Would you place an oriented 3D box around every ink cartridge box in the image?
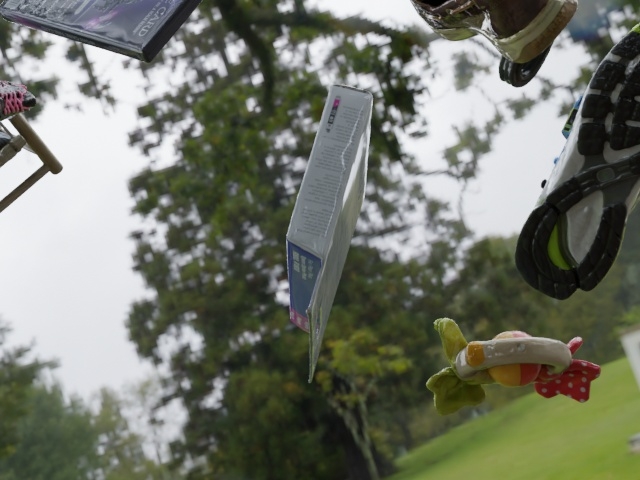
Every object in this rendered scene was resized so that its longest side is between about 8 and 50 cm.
[{"bbox_3d":[0.000,0.000,1.559,0.071,0.330,0.324,15,-23,6],"label":"ink cartridge box"}]

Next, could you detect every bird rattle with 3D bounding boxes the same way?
[{"bbox_3d":[0.283,0.186,1.583,0.253,0.143,0.207,6,-16,3],"label":"bird rattle"}]

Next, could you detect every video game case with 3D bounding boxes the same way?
[{"bbox_3d":[-0.252,-0.323,1.360,0.196,0.274,0.026,-55,-36,-20],"label":"video game case"}]

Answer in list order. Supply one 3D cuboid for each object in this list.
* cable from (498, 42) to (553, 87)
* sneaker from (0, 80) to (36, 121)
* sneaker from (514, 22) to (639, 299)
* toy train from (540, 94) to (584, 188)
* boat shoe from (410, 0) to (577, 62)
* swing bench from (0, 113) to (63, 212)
[{"bbox_3d":[0.274,-0.319,1.254,0.139,0.072,0.287,-23,-38,-47],"label":"cable"},{"bbox_3d":[-0.277,-0.122,0.951,0.057,0.047,0.119,-4,13,-11],"label":"sneaker"},{"bbox_3d":[0.280,-0.092,1.038,0.300,0.111,0.121,-61,-5,25],"label":"sneaker"},{"bbox_3d":[0.382,-0.113,1.551,0.105,0.184,0.080,24,-3,38],"label":"toy train"},{"bbox_3d":[0.155,-0.291,1.207,0.123,0.123,0.342,-51,24,10],"label":"boat shoe"},{"bbox_3d":[-0.518,-0.124,1.399,0.165,0.255,0.253,23,60,42],"label":"swing bench"}]
